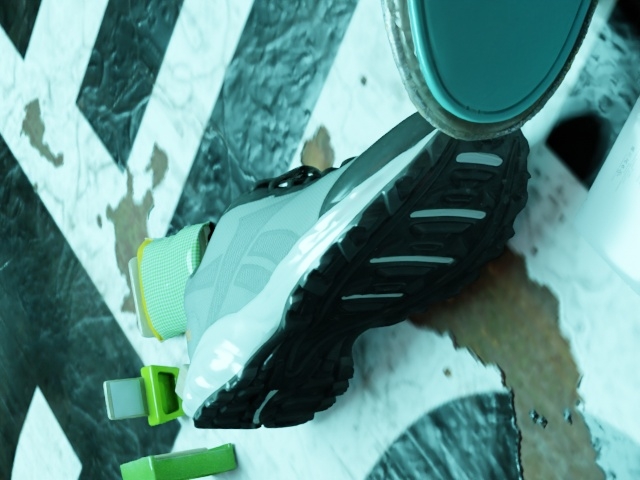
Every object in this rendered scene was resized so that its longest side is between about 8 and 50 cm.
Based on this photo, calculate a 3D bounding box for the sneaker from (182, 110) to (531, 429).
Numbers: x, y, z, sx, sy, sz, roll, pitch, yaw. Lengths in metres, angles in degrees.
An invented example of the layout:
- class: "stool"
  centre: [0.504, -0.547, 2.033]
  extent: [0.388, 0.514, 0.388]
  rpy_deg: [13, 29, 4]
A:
- class: "sneaker"
  centre: [0.000, 0.000, 0.842]
  extent: [0.271, 0.100, 0.108]
  rpy_deg: [-43, 53, 47]

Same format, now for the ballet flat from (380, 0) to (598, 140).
- class: "ballet flat"
  centre: [0.071, -0.202, 0.742]
  extent: [0.106, 0.107, 0.316]
  rpy_deg: [-161, 76, -73]

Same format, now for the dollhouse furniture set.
- class: "dollhouse furniture set"
  centre: [-0.097, 0.068, 1.009]
  extent: [0.076, 0.058, 0.152]
  rpy_deg: [-22, 75, 52]

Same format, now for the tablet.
- class: "tablet"
  centre: [0.139, -0.023, 0.723]
  extent: [0.054, 0.006, 0.083]
  rpy_deg: [52, 132, 38]
